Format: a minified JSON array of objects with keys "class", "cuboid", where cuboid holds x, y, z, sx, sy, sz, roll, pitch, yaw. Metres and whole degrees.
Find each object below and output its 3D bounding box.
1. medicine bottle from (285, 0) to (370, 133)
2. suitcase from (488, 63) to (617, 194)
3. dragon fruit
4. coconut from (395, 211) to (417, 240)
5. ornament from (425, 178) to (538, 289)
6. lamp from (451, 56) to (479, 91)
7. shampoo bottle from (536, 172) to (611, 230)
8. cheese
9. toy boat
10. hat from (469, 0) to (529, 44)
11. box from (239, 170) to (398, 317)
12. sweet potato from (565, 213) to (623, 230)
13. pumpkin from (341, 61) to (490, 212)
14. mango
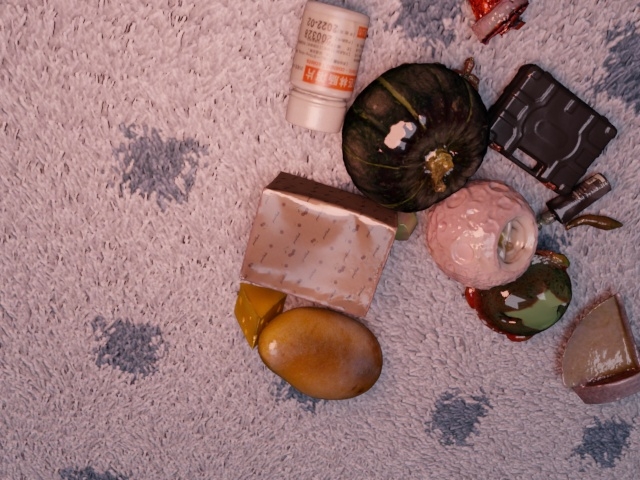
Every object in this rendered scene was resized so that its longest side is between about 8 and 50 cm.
[{"class":"medicine bottle","cuboid":[0.009,-0.363,1.213,0.145,0.144,0.252,12,112,-10]},{"class":"suitcase","cuboid":[0.529,-0.256,1.346,0.286,0.066,0.206,30,106,-16]},{"class":"dragon fruit","cuboid":[0.523,0.137,1.479,0.295,0.130,0.268,18,104,-12]},{"class":"coconut","cuboid":[0.188,-0.039,1.397,0.081,0.082,0.083,-47,118,-27]},{"class":"ornament","cuboid":[0.366,-0.017,1.336,0.259,0.225,0.259,-9,106,-31]},{"class":"lamp","cuboid":[0.335,-0.365,1.303,0.063,0.031,0.083,-30,115,9]},{"class":"shampoo bottle","cuboid":[0.615,-0.091,1.427,0.208,0.057,0.063,-35,112,8]},{"class":"cheese","cuboid":[-0.151,0.189,1.406,0.126,0.171,0.093,14,108,-9]},{"class":"toy boat","cuboid":[0.791,0.322,1.600,0.276,0.111,0.293,-41,97,11]},{"class":"hat","cuboid":[0.342,-0.528,1.210,0.227,0.129,0.140,49,59,-4]},{"class":"box","cuboid":[0.000,0.000,1.306,0.297,0.190,0.225,17,109,0]},{"class":"sweet potato","cuboid":[0.702,-0.046,1.465,0.153,0.038,0.041,0,89,-3]},{"class":"pumpkin","cuboid":[0.203,-0.219,1.235,0.323,0.241,0.323,-10,124,-16]},{"class":"mango","cuboid":[-0.002,0.278,1.418,0.384,0.199,0.221,18,79,-40]}]
